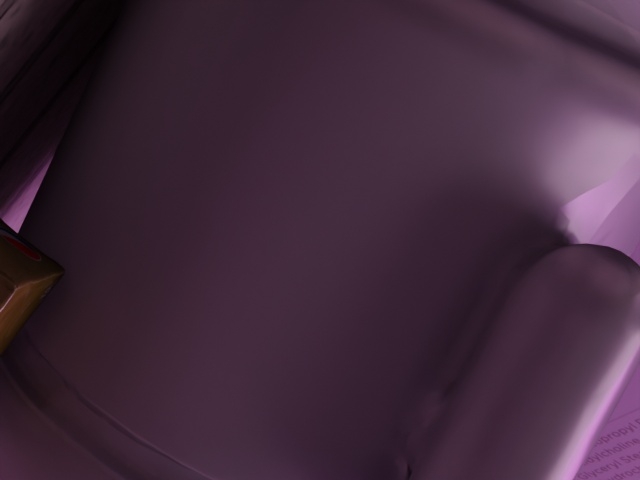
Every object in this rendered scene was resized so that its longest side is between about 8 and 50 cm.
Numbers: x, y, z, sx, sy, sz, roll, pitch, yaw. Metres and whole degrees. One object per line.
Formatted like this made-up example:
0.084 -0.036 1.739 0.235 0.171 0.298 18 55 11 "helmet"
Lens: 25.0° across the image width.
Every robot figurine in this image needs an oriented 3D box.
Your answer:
0.000 0.000 0.528 0.353 0.200 0.300 -61 -144 17 "robot figurine"

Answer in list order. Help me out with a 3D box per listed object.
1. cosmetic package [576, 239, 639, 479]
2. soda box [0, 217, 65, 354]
0.220 -0.006 1.003 0.327 0.394 0.329 -36 -152 50 "cosmetic package"
-0.159 0.064 0.441 0.181 0.058 0.061 -52 180 5 "soda box"
